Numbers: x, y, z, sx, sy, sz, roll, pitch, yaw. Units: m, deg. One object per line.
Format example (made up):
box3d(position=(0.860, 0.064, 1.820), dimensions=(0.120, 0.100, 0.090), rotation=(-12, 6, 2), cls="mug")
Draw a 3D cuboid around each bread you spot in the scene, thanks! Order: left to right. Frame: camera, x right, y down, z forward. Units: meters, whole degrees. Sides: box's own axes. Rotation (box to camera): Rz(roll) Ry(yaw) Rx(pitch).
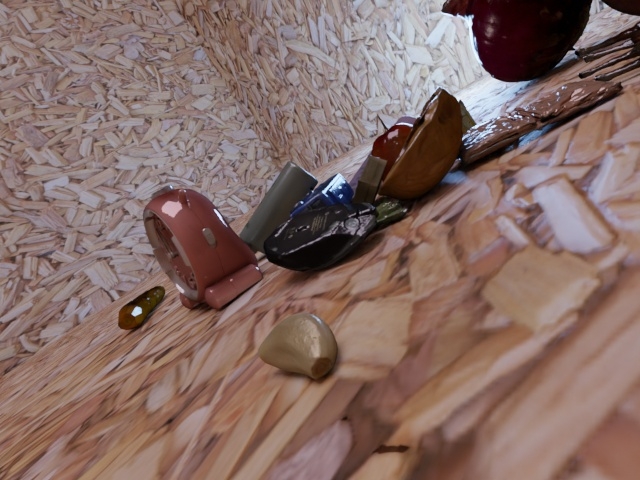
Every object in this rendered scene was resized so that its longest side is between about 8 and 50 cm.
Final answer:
box3d(position=(0.284, -0.244, 0.862), dimensions=(0.095, 0.082, 0.157), rotation=(-31, 9, 15), cls="bread")

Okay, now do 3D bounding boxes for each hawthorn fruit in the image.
box3d(position=(0.162, -0.175, 0.802), dimensions=(0.125, 0.140, 0.125), rotation=(-19, -21, -8), cls="hawthorn fruit")

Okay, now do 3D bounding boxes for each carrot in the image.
box3d(position=(-0.492, 0.174, 1.135), dimensions=(0.066, 0.066, 0.314), rotation=(-32, 11, -1), cls="carrot")

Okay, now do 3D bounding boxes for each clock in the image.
box3d(position=(-0.239, 0.001, 0.786), dimensions=(0.142, 0.241, 0.227), rotation=(-35, 11, -33), cls="clock")

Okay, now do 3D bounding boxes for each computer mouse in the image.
box3d(position=(0.000, 0.000, 0.600), dimensions=(0.193, 0.062, 0.105), rotation=(-14, 34, 25), cls="computer mouse")

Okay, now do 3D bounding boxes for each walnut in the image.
box3d(position=(0.172, -0.138, 0.649), dimensions=(0.211, 0.087, 0.167), rotation=(-60, 1, -25), cls="walnut")

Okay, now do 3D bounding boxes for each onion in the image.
box3d(position=(0.509, -0.621, 1.090), dimensions=(0.386, 0.347, 0.348), rotation=(27, 47, 26), cls="onion")

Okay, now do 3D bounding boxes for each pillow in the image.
box3d(position=(0.323, -0.188, 0.636), dimensions=(0.233, 0.043, 0.126), rotation=(-25, 18, 18), cls="pillow")

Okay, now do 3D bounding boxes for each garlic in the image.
box3d(position=(-0.015, 0.088, 0.342), dimensions=(0.053, 0.041, 0.083), rotation=(-44, 23, -29), cls="garlic")

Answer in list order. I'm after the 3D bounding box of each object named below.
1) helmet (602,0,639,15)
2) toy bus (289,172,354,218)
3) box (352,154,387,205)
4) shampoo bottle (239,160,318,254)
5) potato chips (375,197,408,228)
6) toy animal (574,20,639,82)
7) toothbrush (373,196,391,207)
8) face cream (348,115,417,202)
box3d(position=(0.709, -0.606, 0.848), dimensions=(0.230, 0.338, 0.384), rotation=(-65, -3, 33), cls="helmet")
box3d(position=(0.008, -0.077, 0.823), dimensions=(0.094, 0.079, 0.236), rotation=(-43, 6, 21), cls="toy bus")
box3d(position=(0.082, -0.090, 0.695), dimensions=(0.083, 0.035, 0.079), rotation=(103, -171, -47), cls="box")
box3d(position=(-0.112, -0.055, 0.936), dimensions=(0.262, 0.085, 0.085), rotation=(-55, 11, 4), cls="shampoo bottle")
box3d(position=(0.051, -0.023, 0.658), dimensions=(0.208, 0.028, 0.092), rotation=(-27, 14, 28), cls="potato chips")
box3d(position=(0.559, -0.342, 0.640), dimensions=(0.260, 0.087, 0.243), rotation=(-23, 28, 28), cls="toy animal")
box3d(position=(0.203, -0.132, 0.737), dimensions=(0.288, 0.024, 0.021), rotation=(-32, 14, -1), cls="toothbrush")
box3d(position=(0.148, -0.181, 0.971), dimensions=(0.273, 0.096, 0.154), rotation=(-49, 20, -18), cls="face cream")
